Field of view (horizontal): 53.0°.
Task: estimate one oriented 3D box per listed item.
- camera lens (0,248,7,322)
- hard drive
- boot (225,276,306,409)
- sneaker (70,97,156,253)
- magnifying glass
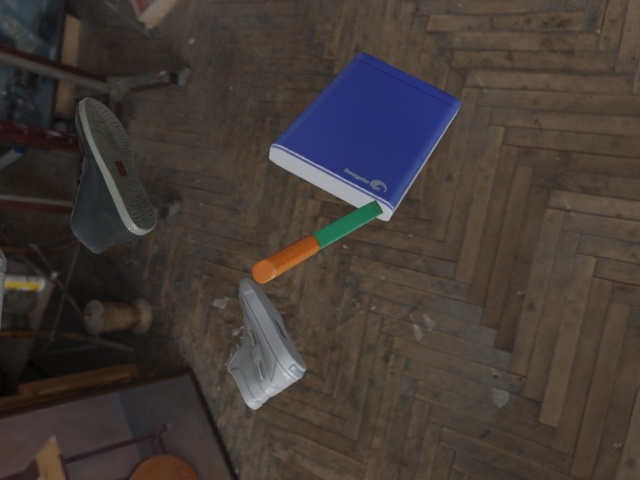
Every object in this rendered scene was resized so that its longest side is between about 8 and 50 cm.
[{"bbox_3d":[-0.502,0.118,0.760,0.220,0.219,0.274,-3,82,33],"label":"camera lens"},{"bbox_3d":[0.086,-0.187,1.064,0.210,0.318,0.040,29,140,9],"label":"hard drive"},{"bbox_3d":[-0.126,0.177,1.141,0.123,0.095,0.258,-39,39,4],"label":"boot"},{"bbox_3d":[-0.341,-0.094,0.958,0.118,0.083,0.221,-23,84,24],"label":"sneaker"},{"bbox_3d":[0.000,0.000,0.709,0.092,0.231,0.026,-29,88,33],"label":"magnifying glass"}]
